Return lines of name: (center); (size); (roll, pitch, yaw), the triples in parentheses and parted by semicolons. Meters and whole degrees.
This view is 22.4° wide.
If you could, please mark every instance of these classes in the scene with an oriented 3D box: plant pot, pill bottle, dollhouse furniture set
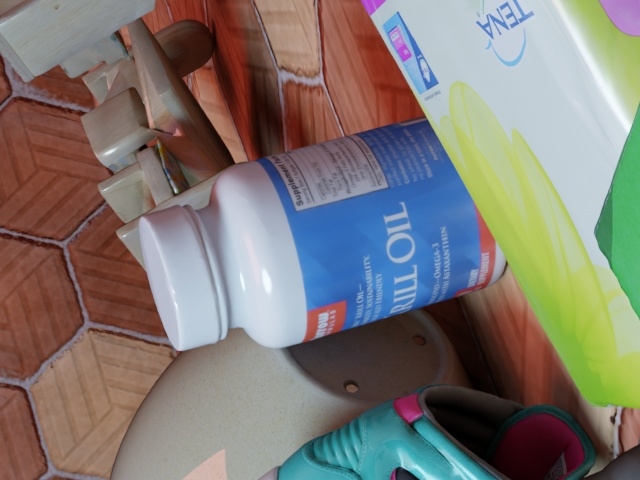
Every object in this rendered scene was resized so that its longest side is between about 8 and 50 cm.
plant pot: (0.006, 0.139, 1.157); (0.284, 0.284, 0.191); (62, 144, 41)
pill bottle: (0.000, 0.000, 1.056); (0.124, 0.221, 0.124); (164, 90, -77)
dollhouse furniture set: (-0.122, -0.177, 1.506); (0.394, 0.256, 0.362); (58, -176, -50)

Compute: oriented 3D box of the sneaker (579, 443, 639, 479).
sneaker: (0.138, 0.231, 0.896); (0.341, 0.139, 0.125); (74, 170, -51)

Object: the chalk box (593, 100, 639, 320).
chalk box: (0.196, -0.037, 0.333); (0.289, 0.180, 0.179); (97, 153, -56)

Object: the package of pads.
package of pads: (0.116, -0.070, 0.658); (0.297, 0.101, 0.229); (60, 169, -4)

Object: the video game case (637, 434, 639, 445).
video game case: (0.197, 0.142, 0.879); (0.122, 0.011, 0.087); (90, 160, -47)

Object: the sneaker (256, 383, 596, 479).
sneaker: (0.114, 0.194, 1.020); (0.295, 0.178, 0.124); (42, -165, -27)
